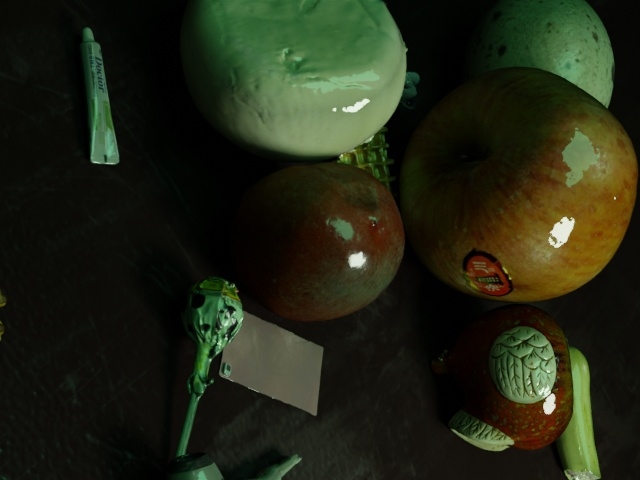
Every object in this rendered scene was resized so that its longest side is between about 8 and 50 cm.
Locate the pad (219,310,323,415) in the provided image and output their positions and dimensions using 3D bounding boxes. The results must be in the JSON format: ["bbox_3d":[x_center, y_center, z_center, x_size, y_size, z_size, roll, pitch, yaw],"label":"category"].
[{"bbox_3d":[-0.067,0.175,1.675,0.187,0.006,0.113,29,53,-35],"label":"pad"}]

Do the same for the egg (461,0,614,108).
[{"bbox_3d":[0.410,-0.325,2.184,0.287,0.287,0.379,32,41,-32],"label":"egg"}]

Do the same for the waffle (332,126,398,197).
[{"bbox_3d":[0.087,-0.134,1.920,0.160,0.046,0.192,32,66,-29],"label":"waffle"}]

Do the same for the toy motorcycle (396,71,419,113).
[{"bbox_3d":[0.069,-0.310,1.967,0.260,0.110,0.171,16,49,-46],"label":"toy motorcycle"}]

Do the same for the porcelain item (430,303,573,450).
[{"bbox_3d":[0.298,0.226,1.908,0.253,0.253,0.253,21,58,-38],"label":"porcelain item"}]

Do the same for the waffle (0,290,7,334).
[{"bbox_3d":[-0.475,0.057,1.281,0.243,0.058,0.238,55,46,-9],"label":"waffle"}]

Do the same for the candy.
[{"bbox_3d":[-0.167,0.191,1.522,0.091,0.083,0.305,68,31,-62],"label":"candy"}]

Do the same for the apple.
[{"bbox_3d":[0.328,-0.082,1.913,0.333,0.400,0.400,33,51,-41],"label":"apple"}]

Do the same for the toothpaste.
[{"bbox_3d":[-0.308,-0.199,1.580,0.048,0.029,0.197,1,74,-45],"label":"toothpaste"}]

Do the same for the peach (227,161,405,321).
[{"bbox_3d":[0.000,0.000,1.655,0.252,0.252,0.252,21,58,-38],"label":"peach"}]

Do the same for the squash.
[{"bbox_3d":[0.461,0.315,2.100,0.083,0.083,0.250,12,67,-42],"label":"squash"}]

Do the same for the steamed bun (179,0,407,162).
[{"bbox_3d":[-0.054,-0.262,1.704,0.311,0.233,0.334,-6,58,-16],"label":"steamed bun"}]

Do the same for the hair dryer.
[{"bbox_3d":[-0.100,0.394,1.503,0.267,0.092,0.229,16,70,-53],"label":"hair dryer"}]
